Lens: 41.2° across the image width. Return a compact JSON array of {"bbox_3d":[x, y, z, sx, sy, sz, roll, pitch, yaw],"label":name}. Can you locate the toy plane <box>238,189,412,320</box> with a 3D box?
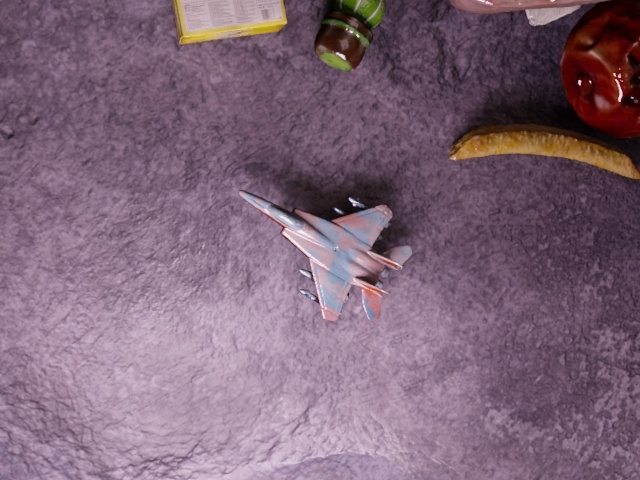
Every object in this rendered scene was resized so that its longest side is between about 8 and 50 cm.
[{"bbox_3d":[-0.002,0.000,1.443,0.326,0.104,0.223,30,83,-12],"label":"toy plane"}]

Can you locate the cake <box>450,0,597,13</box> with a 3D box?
[{"bbox_3d":[0.364,-0.507,1.422,0.308,0.230,0.237,-3,103,4],"label":"cake"}]

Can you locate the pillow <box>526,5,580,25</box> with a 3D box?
[{"bbox_3d":[0.406,-0.518,1.564,0.128,0.051,0.229,-22,98,-14],"label":"pillow"}]

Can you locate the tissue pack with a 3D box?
[{"bbox_3d":[-0.152,-0.385,1.398,0.175,0.062,0.095,-12,94,-15],"label":"tissue pack"}]

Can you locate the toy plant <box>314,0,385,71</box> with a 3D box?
[{"bbox_3d":[0.055,-0.375,1.447,0.092,0.093,0.162,26,81,-16],"label":"toy plant"}]

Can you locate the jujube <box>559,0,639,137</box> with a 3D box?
[{"bbox_3d":[0.621,-0.335,1.527,0.376,0.276,0.277,-24,99,-21],"label":"jujube"}]

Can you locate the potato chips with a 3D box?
[{"bbox_3d":[0.427,-0.172,1.585,0.406,0.057,0.080,4,105,-17],"label":"potato chips"}]
